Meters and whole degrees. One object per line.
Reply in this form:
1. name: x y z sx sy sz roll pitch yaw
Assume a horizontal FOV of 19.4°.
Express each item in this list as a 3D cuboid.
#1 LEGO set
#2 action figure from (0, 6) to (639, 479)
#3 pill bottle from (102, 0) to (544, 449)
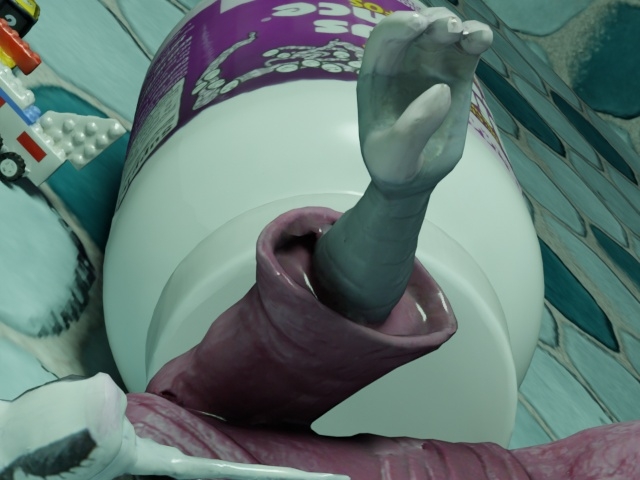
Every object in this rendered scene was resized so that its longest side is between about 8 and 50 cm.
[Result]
1. LEGO set: -0.187 -0.117 0.787 0.244 0.060 0.182 28 26 -50
2. action figure: 0.035 0.098 0.554 0.370 0.248 0.276 17 -13 -14
3. pill bottle: 0.000 0.000 0.755 0.169 0.169 0.301 41 15 -16
